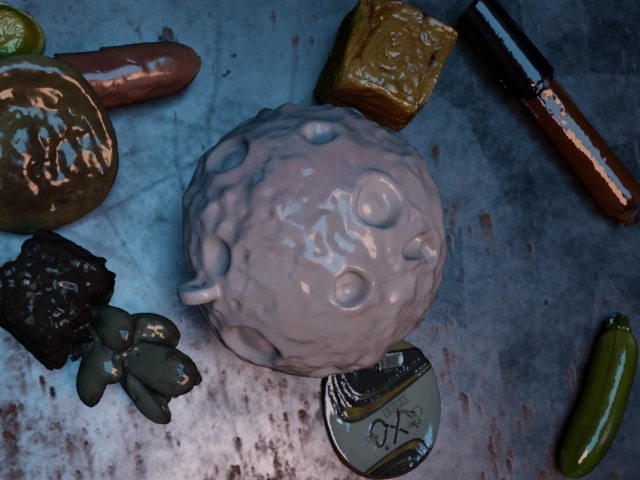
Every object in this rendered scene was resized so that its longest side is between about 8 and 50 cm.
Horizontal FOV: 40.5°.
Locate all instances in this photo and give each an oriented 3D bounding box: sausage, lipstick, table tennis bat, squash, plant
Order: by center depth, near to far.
[{"bbox_3d":[-0.273,0.115,1.066,0.274,0.146,0.149,40,71,-6],"label":"plant"},{"bbox_3d":[-0.367,-0.198,1.122,0.432,0.088,0.088,-10,84,-16],"label":"sausage"},{"bbox_3d":[0.081,0.181,1.218,0.173,0.022,0.301,-6,85,-16],"label":"table tennis bat"},{"bbox_3d":[0.416,0.232,1.276,0.069,0.069,0.258,27,76,-10],"label":"squash"},{"bbox_3d":[0.356,-0.194,1.319,0.077,0.077,0.418,-40,95,-17],"label":"lipstick"}]

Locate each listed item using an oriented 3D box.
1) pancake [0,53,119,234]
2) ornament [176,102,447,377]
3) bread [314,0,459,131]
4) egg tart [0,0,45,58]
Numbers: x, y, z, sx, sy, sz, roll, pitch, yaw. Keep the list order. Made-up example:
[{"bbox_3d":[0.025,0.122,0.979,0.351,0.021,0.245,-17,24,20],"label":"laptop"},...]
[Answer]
[{"bbox_3d":[-0.367,-0.116,1.079,0.241,0.050,0.242,-8,112,-21],"label":"pancake"},{"bbox_3d":[0.000,0.000,1.055,0.336,0.337,0.337,2,81,-15],"label":"ornament"},{"bbox_3d":[0.088,-0.243,1.223,0.149,0.143,0.158,22,73,-11],"label":"bread"},{"bbox_3d":[-0.417,-0.269,1.143,0.105,0.039,0.105,2,83,-13],"label":"egg tart"}]
